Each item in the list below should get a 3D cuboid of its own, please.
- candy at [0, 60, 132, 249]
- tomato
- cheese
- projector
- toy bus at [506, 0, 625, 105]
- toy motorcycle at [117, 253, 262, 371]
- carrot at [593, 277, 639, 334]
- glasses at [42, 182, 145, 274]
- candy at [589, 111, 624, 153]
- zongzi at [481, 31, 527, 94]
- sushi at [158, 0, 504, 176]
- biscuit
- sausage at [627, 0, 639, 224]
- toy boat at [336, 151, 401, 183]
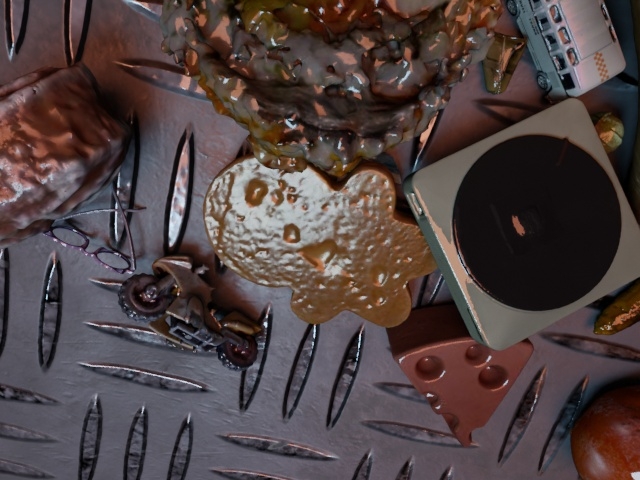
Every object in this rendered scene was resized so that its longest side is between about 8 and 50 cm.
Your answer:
[{"bbox_3d":[-0.370,-0.089,0.528,0.290,0.214,0.157,-32,110,8],"label":"candy"},{"bbox_3d":[0.541,0.361,0.696,0.232,0.188,0.231,0,108,1],"label":"tomato"},{"bbox_3d":[0.187,0.185,0.674,0.177,0.128,0.202,23,108,-6],"label":"cheese"},{"bbox_3d":[0.275,-0.022,0.579,0.259,0.079,0.257,-26,93,-4],"label":"projector"},{"bbox_3d":[0.317,-0.281,0.555,0.087,0.089,0.193,-29,104,7],"label":"toy bus"},{"bbox_3d":[-0.181,0.101,0.648,0.229,0.129,0.094,37,126,-24],"label":"toy motorcycle"},{"bbox_3d":[0.564,0.047,0.675,0.066,0.066,0.314,43,104,-12],"label":"carrot"},{"bbox_3d":[-0.315,-0.024,0.628,0.140,0.062,0.103,33,101,-11],"label":"glasses"},{"bbox_3d":[0.356,-0.101,0.635,0.061,0.061,0.202,36,110,-11],"label":"candy"},{"bbox_3d":[0.229,-0.249,0.591,0.083,0.040,0.076,21,111,5],"label":"zongzi"},{"bbox_3d":[0.010,-0.290,0.488,0.418,0.176,0.417,0,97,1],"label":"sushi"},{"bbox_3d":[0.000,-0.001,0.639,0.355,0.052,0.275,20,114,-3],"label":"biscuit"},{"bbox_3d":[0.455,-0.219,0.520,0.123,0.136,0.500,-39,121,-29],"label":"sausage"},{"bbox_3d":[0.050,-0.077,0.644,0.105,0.034,0.149,34,116,-12],"label":"toy boat"}]
